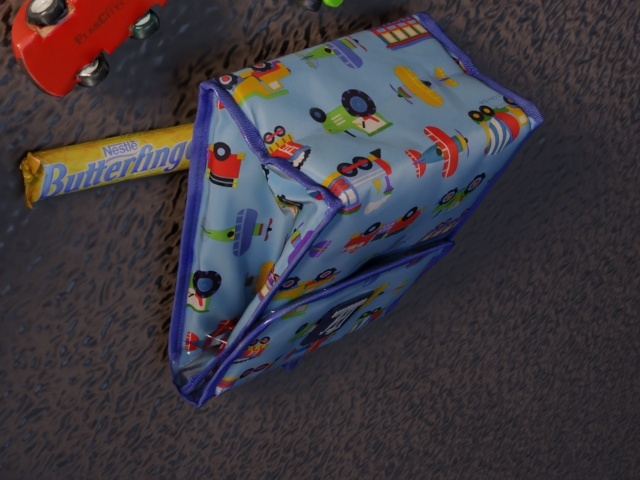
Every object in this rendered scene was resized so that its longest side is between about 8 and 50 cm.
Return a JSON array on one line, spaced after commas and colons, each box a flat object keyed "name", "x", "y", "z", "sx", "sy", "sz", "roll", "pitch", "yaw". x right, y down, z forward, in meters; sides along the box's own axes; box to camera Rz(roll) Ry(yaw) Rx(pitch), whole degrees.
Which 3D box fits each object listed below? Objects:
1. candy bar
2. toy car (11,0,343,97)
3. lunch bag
[{"name": "candy bar", "x": -0.128, "y": -0.053, "z": 0.755, "sx": 0.161, "sy": 0.018, "sz": 0.040, "roll": -16, "pitch": 130, "yaw": -39}, {"name": "toy car", "x": -0.064, "y": -0.190, "z": 0.681, "sx": 0.225, "sy": 0.053, "sz": 0.239, "roll": 6, "pitch": 116, "yaw": -48}, {"name": "lunch bag", "x": 0.000, "y": 0.000, "z": 0.862, "sx": 0.221, "sy": 0.138, "sz": 0.293, "roll": -25, "pitch": 151, "yaw": -38}]
